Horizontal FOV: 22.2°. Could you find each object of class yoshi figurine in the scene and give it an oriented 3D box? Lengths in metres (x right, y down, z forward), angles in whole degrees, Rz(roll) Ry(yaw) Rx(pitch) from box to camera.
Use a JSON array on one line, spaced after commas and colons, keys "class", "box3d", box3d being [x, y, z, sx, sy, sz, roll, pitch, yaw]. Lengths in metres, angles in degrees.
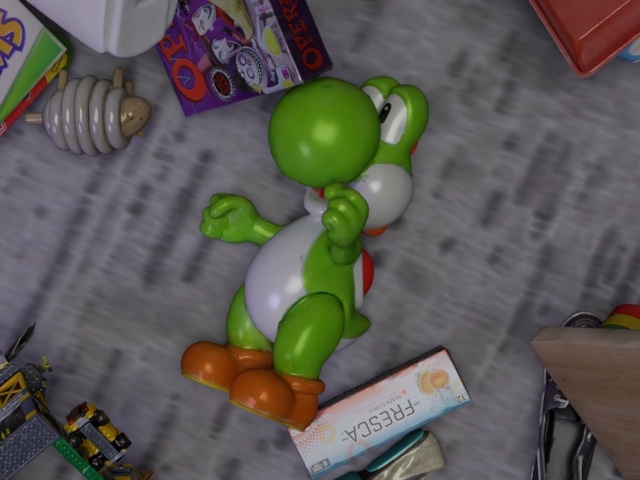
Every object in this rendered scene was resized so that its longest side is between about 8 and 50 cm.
[{"class": "yoshi figurine", "box3d": [-0.024, -0.012, 1.602, 0.203, 0.203, 0.362, 25, 87, 6]}]

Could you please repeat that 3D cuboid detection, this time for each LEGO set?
[{"class": "LEGO set", "box3d": [-0.338, 0.257, 1.634, 0.331, 0.192, 0.255, -46, 120, 3]}]

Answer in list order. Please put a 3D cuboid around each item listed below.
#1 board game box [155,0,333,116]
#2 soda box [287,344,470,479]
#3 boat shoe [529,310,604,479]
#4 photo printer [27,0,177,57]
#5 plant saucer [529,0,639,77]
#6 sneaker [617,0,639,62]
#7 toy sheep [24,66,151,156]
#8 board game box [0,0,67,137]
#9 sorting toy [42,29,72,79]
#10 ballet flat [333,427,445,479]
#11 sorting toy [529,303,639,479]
[{"class": "board game box", "box3d": [-0.128, -0.299, 1.570, 0.056, 0.208, 0.347, -29, 102, -32]}, {"class": "soda box", "box3d": [0.059, 0.174, 1.668, 0.183, 0.058, 0.063, -26, 91, 0]}, {"class": "boat shoe", "box3d": [0.260, 0.175, 1.666, 0.075, 0.065, 0.206, 12, 89, 2]}, {"class": "photo printer", "box3d": [-0.256, -0.353, 1.544, 0.307, 0.107, 0.256, 38, 133, 27]}, {"class": "plant saucer", "box3d": [0.279, -0.330, 1.552, 0.259, 0.048, 0.258, -39, 117, -1]}, {"class": "sneaker", "box3d": [0.352, -0.289, 1.661, 0.092, 0.087, 0.229, 36, 95, -10]}, {"class": "toy sheep", "box3d": [-0.235, -0.127, 1.651, 0.132, 0.091, 0.091, -3, 90, 13]}, {"class": "board game box", "box3d": [-0.356, -0.208, 1.568, 0.124, 0.039, 0.259, -50, 133, -7]}, {"class": "sorting toy", "box3d": [-0.307, -0.199, 1.674, 0.102, 0.042, 0.061, 0, 106, -12]}, {"class": "ballet flat", "box3d": [0.053, 0.256, 1.671, 0.168, 0.057, 0.052, -31, 100, 0]}, {"class": "sorting toy", "box3d": [0.371, 0.161, 1.559, 0.089, 0.257, 0.255, -48, 114, -25]}]
